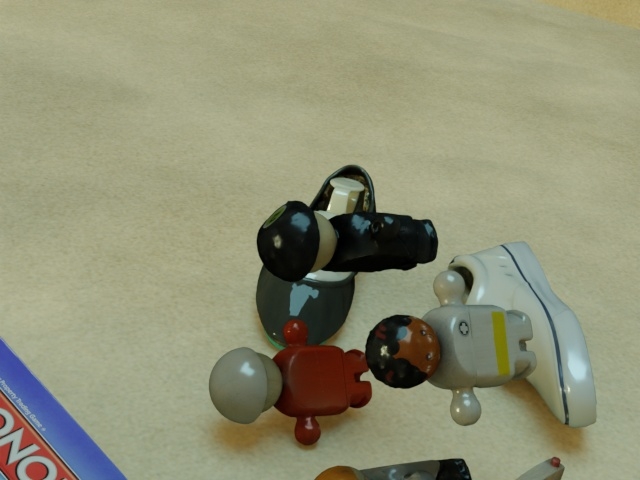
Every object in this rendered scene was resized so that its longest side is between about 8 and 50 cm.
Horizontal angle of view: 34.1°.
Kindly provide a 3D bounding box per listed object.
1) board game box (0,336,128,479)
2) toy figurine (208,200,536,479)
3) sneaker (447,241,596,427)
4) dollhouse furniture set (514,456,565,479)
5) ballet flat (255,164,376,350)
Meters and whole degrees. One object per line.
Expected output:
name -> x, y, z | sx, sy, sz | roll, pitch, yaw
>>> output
board game box -> -0.216, 0.186, 0.626 | 0.317, 0.046, 0.214 | 41, 41, 23
toy figurine -> 0.029, 0.092, 0.769 | 0.148, 0.213, 0.209 | 3, 32, -37
sneaker -> 0.181, 0.089, 0.966 | 0.091, 0.094, 0.258 | -12, 27, -1
dollhouse furniture set -> 0.121, 0.242, 0.612 | 0.184, 0.128, 0.129 | -19, 40, -41
ballet flat -> 0.000, 0.000, 1.042 | 0.095, 0.096, 0.280 | 13, 29, 5
